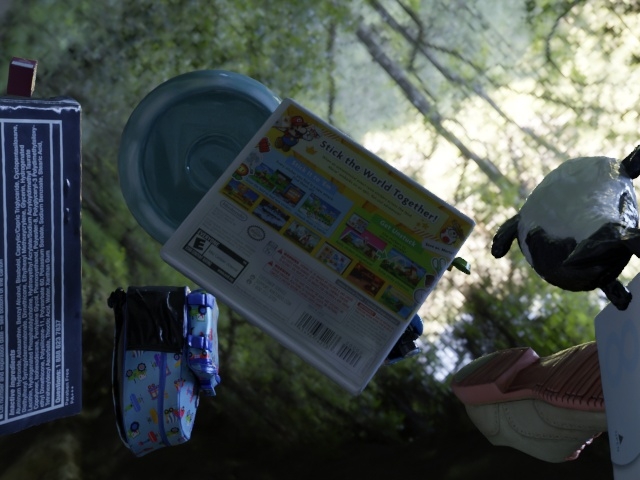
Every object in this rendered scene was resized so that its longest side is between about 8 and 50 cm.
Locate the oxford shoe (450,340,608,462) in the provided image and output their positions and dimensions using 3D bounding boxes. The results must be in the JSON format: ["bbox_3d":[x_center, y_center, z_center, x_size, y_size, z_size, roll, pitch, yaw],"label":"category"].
[{"bbox_3d":[0.357,0.234,1.352,0.140,0.146,0.397,-32,-168,-28],"label":"oxford shoe"}]

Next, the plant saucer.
[{"bbox_3d":[-0.174,-0.125,1.590,0.317,0.317,0.044,-46,-171,-5],"label":"plant saucer"}]

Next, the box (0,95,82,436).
[{"bbox_3d":[-0.367,0.022,0.800,0.183,0.296,0.294,5,-173,31],"label":"box"}]

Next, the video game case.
[{"bbox_3d":[0.000,0.000,0.913,0.206,0.227,0.026,-53,172,-19],"label":"video game case"}]

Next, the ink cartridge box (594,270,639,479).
[{"bbox_3d":[0.370,0.150,0.893,0.385,0.091,0.308,97,-6,-64],"label":"ink cartridge box"}]

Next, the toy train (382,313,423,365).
[{"bbox_3d":[0.084,0.107,1.457,0.080,0.184,0.105,-17,156,-32],"label":"toy train"}]

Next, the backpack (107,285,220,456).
[{"bbox_3d":[-0.172,0.149,1.070,0.158,0.117,0.173,97,-9,-68],"label":"backpack"}]

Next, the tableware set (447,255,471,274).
[{"bbox_3d":[0.149,0.000,1.383,0.024,0.154,0.104,-54,-151,-9],"label":"tableware set"}]

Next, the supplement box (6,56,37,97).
[{"bbox_3d":[-0.522,-0.287,1.685,0.083,0.043,0.055,-119,-140,-67],"label":"supplement box"}]

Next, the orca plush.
[{"bbox_3d":[0.230,0.003,0.751,0.151,0.102,0.287,-37,-174,-1],"label":"orca plush"}]
